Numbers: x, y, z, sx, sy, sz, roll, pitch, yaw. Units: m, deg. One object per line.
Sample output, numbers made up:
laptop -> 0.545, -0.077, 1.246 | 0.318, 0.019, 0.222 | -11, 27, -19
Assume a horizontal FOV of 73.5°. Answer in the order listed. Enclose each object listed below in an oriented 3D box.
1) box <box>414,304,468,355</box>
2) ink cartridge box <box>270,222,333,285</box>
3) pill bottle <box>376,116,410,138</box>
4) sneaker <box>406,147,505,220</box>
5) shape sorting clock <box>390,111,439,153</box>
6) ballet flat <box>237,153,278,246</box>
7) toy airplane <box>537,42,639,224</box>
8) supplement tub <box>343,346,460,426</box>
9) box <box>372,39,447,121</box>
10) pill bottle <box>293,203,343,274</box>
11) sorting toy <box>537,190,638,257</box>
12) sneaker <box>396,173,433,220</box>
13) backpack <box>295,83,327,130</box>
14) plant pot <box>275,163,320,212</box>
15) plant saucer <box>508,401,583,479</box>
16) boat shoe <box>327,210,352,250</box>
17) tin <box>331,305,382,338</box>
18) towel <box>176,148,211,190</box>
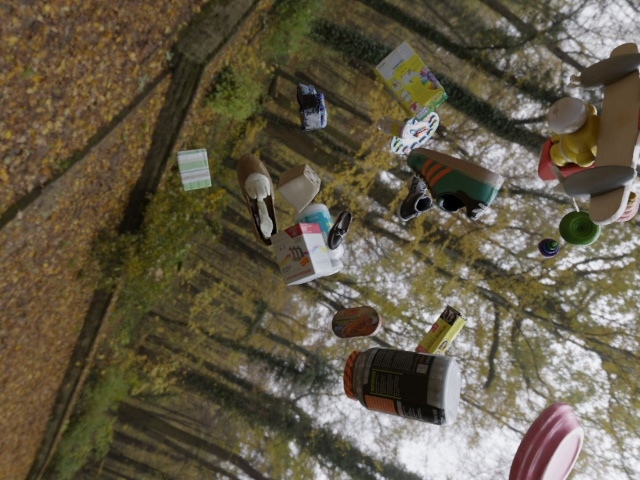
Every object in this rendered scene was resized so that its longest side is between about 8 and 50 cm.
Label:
box -> 0.477, 0.375, 1.699 | 0.232, 0.058, 0.087 | -54, -149, 2
ink cartridge box -> -0.061, 0.047, 1.420 | 0.128, 0.176, 0.127 | -24, 169, 27
pill bottle -> 0.191, -0.298, 1.129 | 0.043, 0.083, 0.043 | -40, 144, -37
sneaker -> 0.294, -0.141, 1.037 | 0.121, 0.108, 0.302 | -65, -150, 10
shape sorting clock -> 0.355, -0.400, 1.609 | 0.206, 0.206, 0.040 | -52, -124, 33
ballet flat -> -0.208, -0.127, 1.491 | 0.124, 0.116, 0.342 | -131, -149, -63
toy airplane -> 0.681, -0.266, 1.012 | 0.386, 0.272, 0.384 | -81, -165, -62
supplement tub -> 0.239, 0.424, 1.277 | 0.316, 0.193, 0.193 | 1, -128, 30
box -> 0.228, -0.397, 1.081 | 0.105, 0.179, 0.043 | -41, -170, 5
pill bottle -> 0.000, 0.000, 1.667 | 0.146, 0.146, 0.264 | -45, -119, 52
sorting toy -> 0.899, -0.064, 1.422 | 0.365, 0.127, 0.126 | -34, 164, 7
sneaker -> 0.455, -0.209, 1.932 | 0.268, 0.101, 0.153 | -63, -156, -12
backpack -> -0.044, -0.574, 1.812 | 0.158, 0.117, 0.173 | 89, -9, -68
plant pot -> -0.060, -0.173, 1.327 | 0.096, 0.109, 0.109 | -33, -154, 25
plant saucer -> 0.725, 0.676, 1.351 | 0.084, 0.332, 0.332 | 28, -93, 50
boat shoe -> 0.058, -0.029, 1.241 | 0.038, 0.046, 0.125 | -3, -122, 58
tin -> 0.128, 0.291, 1.522 | 0.189, 0.040, 0.106 | -13, -111, 30
towel -> -0.487, -0.273, 1.647 | 0.023, 0.113, 0.152 | 37, -45, 57
